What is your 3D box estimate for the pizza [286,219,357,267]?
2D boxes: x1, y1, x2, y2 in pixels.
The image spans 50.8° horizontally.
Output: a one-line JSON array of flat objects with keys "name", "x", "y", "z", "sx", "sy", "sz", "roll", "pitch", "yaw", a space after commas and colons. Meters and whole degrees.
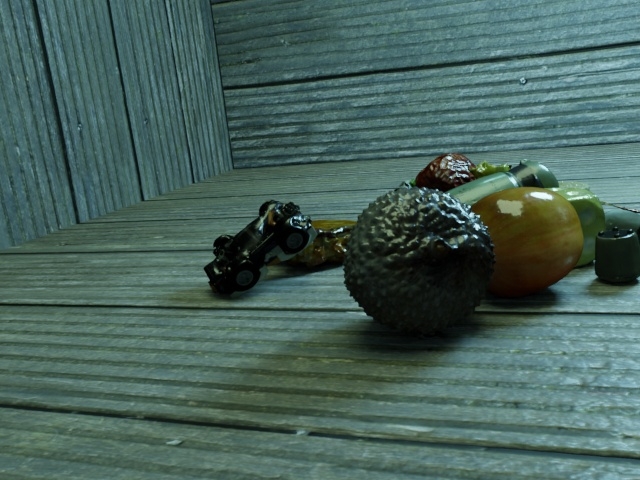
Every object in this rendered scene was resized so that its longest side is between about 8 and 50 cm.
[{"name": "pizza", "x": 0.000, "y": 0.000, "z": 1.874, "sx": 0.409, "sy": 0.113, "sz": 0.277, "roll": -6, "pitch": 13, "yaw": 8}]

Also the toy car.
[{"name": "toy car", "x": -0.158, "y": 0.021, "z": 1.689, "sx": 0.301, "sy": 0.118, "sz": 0.193, "roll": -40, "pitch": 36, "yaw": -3}]

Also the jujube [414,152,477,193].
[{"name": "jujube", "x": 0.431, "y": -0.184, "z": 2.230, "sx": 0.213, "sy": 0.212, "sz": 0.232, "roll": 2, "pitch": 15, "yaw": 31}]

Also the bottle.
[{"name": "bottle", "x": 0.447, "y": -0.090, "z": 1.749, "sx": 0.347, "sy": 0.168, "sz": 0.168, "roll": -24, "pitch": 15, "yaw": -2}]

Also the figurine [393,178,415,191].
[{"name": "figurine", "x": 0.305, "y": -0.143, "z": 2.331, "sx": 0.193, "sy": 0.126, "sz": 0.147, "roll": -26, "pitch": 4, "yaw": -25}]

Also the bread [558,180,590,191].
[{"name": "bread", "x": 0.669, "y": -0.087, "z": 1.865, "sx": 0.134, "sy": 0.141, "sz": 0.148, "roll": -6, "pitch": 14, "yaw": -15}]

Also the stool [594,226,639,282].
[{"name": "stool", "x": 0.638, "y": 0.031, "z": 1.446, "sx": 0.096, "sy": 0.110, "sz": 0.096, "roll": -10, "pitch": 13, "yaw": 2}]

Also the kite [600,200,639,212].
[{"name": "kite", "x": 0.854, "y": -0.069, "z": 1.733, "sx": 0.378, "sy": 0.013, "sz": 0.327, "roll": 12, "pitch": 7, "yaw": -5}]

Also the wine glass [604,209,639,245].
[{"name": "wine glass", "x": 0.738, "y": -0.032, "z": 1.680, "sx": 0.103, "sy": 0.103, "sz": 0.222, "roll": -12, "pitch": 14, "yaw": -21}]

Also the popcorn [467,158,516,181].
[{"name": "popcorn", "x": 0.518, "y": -0.144, "z": 2.053, "sx": 0.174, "sy": 0.195, "sz": 0.168, "roll": 10, "pitch": 13, "yaw": 37}]

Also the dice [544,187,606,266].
[{"name": "dice", "x": 0.563, "y": -0.031, "z": 1.616, "sx": 0.170, "sy": 0.169, "sz": 0.166, "roll": -9, "pitch": 14, "yaw": -8}]

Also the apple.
[{"name": "apple", "x": 0.423, "y": 0.002, "z": 1.439, "sx": 0.241, "sy": 0.241, "sz": 0.242, "roll": -12, "pitch": 14, "yaw": -23}]

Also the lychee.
[{"name": "lychee", "x": 0.176, "y": 0.037, "z": 1.281, "sx": 0.300, "sy": 0.299, "sz": 0.300, "roll": -6, "pitch": 13, "yaw": 1}]
